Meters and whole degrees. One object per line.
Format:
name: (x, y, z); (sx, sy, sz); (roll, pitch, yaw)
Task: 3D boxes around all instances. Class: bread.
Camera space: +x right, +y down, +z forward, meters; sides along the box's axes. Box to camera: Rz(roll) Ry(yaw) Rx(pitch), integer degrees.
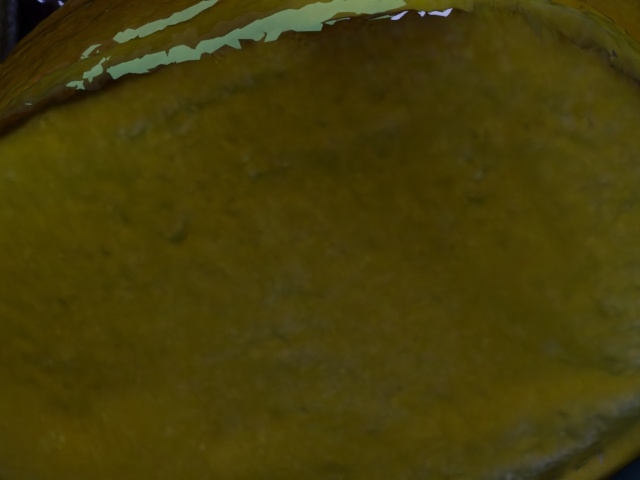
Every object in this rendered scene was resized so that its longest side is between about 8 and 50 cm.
bread: (0.000, 0.000, 0.441); (0.269, 0.195, 0.143); (-18, 20, 16)

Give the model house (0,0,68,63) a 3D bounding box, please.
model house: (-0.031, -0.140, 0.670); (0.297, 0.283, 0.317); (11, -2, -12)
